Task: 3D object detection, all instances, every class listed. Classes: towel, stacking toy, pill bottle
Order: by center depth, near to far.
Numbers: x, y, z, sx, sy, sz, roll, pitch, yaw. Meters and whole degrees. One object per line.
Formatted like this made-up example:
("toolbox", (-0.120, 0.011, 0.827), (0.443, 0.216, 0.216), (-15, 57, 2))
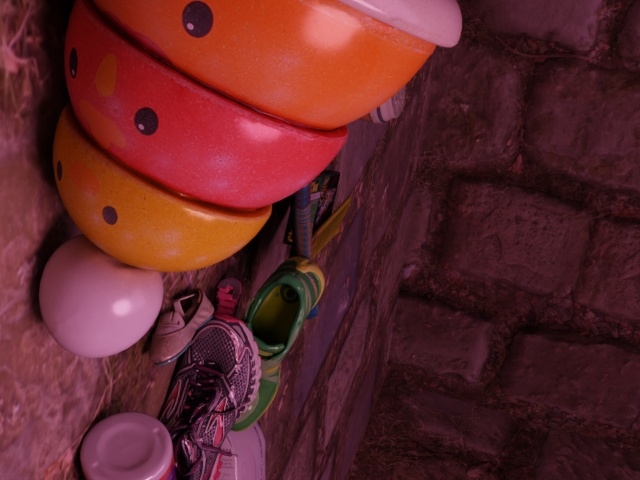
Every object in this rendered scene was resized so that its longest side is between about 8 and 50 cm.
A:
("stacking toy", (-0.122, -0.088, 0.874), (0.480, 0.350, 0.350), (-63, 172, 16))
("pill bottle", (-0.230, 0.308, 1.185), (0.193, 0.108, 0.108), (94, 16, -44))
("towel", (-0.029, -0.073, 1.570), (0.370, 0.040, 0.271), (90, -5, -54))
("towel", (0.000, 0.000, 1.954), (0.237, 0.021, 0.102), (-48, 168, -50))

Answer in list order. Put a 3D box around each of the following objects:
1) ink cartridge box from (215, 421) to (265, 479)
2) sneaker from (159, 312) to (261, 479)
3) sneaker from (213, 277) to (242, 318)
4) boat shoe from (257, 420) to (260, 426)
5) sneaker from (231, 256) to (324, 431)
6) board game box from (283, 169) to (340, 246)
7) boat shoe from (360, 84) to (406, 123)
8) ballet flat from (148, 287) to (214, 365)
("ink cartridge box", (-0.138, 0.319, 1.616), (0.189, 0.066, 0.232), (15, 78, -79))
("sneaker", (-0.169, 0.250, 1.370), (0.112, 0.120, 0.299), (4, 101, -76))
("sneaker", (-0.151, 0.120, 1.494), (0.057, 0.047, 0.119), (105, 4, -74))
("boat shoe", (-0.135, 0.320, 1.781), (0.152, 0.049, 0.056), (84, 25, -60))
("sneaker", (-0.097, 0.158, 1.466), (0.296, 0.109, 0.123), (-65, 169, 13))
("board game box", (-0.013, -0.069, 1.923), (0.259, 0.030, 0.136), (-23, 130, -75))
("boat shoe", (0.028, -0.417, 1.400), (0.187, 0.156, 0.500), (-45, 133, -63))
("ballet flat", (-0.192, 0.110, 1.289), (0.168, 0.057, 0.052), (-56, 130, -67))
